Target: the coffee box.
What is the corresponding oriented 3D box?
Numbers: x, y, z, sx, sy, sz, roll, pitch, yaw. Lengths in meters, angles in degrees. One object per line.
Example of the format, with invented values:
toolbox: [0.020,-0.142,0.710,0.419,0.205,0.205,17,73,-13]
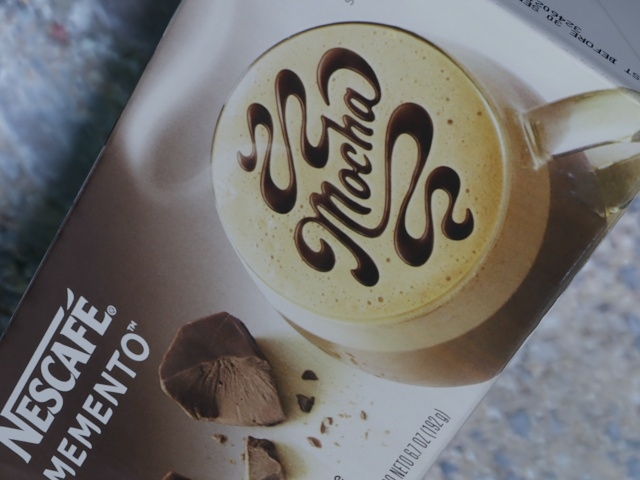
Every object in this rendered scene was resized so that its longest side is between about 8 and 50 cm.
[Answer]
coffee box: [0.000,0.000,0.749,0.168,0.119,0.297,35,122,2]
